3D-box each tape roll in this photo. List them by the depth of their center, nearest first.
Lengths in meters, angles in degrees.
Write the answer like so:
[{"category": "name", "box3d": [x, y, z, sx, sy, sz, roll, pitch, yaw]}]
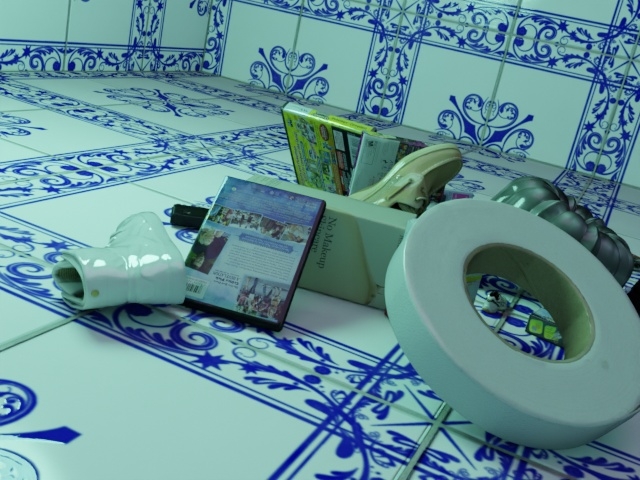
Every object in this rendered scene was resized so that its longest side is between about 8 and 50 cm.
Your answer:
[{"category": "tape roll", "box3d": [0.280, 0.104, 1.049, 0.392, 0.072, 0.392, 15, 45, -15]}]

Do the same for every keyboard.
[{"category": "keyboard", "box3d": [-0.144, -0.023, 1.502, 0.317, 0.033, 0.201, 8, 12, -11]}]

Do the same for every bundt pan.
[{"category": "bundt pan", "box3d": [0.485, -0.013, 1.482, 0.331, 0.124, 0.331, 31, 20, -13]}]

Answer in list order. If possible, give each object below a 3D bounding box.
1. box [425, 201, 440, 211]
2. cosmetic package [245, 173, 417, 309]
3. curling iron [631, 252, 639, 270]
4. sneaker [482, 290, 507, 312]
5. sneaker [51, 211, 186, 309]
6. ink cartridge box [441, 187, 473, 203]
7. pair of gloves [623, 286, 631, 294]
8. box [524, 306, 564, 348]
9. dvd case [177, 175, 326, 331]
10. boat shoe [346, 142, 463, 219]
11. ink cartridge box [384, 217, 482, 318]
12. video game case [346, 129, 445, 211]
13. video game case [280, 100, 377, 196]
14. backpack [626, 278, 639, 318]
[{"category": "box", "box3d": [0.264, 0.006, 1.506, 0.126, 0.137, 0.072, 16, 17, 12]}, {"category": "cosmetic package", "box3d": [0.000, 0.000, 1.320, 0.310, 0.160, 0.113, 14, 18, 10]}, {"category": "curling iron", "box3d": [0.748, 0.016, 1.961, 0.068, 0.035, 0.274, 4, 20, -23]}, {"category": "sneaker", "box3d": [0.333, 0.112, 1.394, 0.032, 0.036, 0.083, 20, 18, 29]}, {"category": "sneaker", "box3d": [-0.320, 0.023, 1.121, 0.169, 0.108, 0.292, -3, 15, -24]}, {"category": "ink cartridge box", "box3d": [0.219, -0.125, 1.943, 0.311, 0.065, 0.186, 7, 6, -30]}, {"category": "pair of gloves", "box3d": [0.721, 0.140, 1.587, 0.198, 0.023, 0.159, 19, 19, 19]}, {"category": "box", "box3d": [0.478, 0.173, 1.300, 0.207, 0.036, 0.114, 24, 21, 32]}, {"category": "dvd case", "box3d": [-0.110, 0.014, 1.181, 0.181, 0.022, 0.253, 15, 56, 7]}, {"category": "boat shoe", "box3d": [0.171, -0.080, 1.547, 0.341, 0.121, 0.110, -33, 55, -9]}, {"category": "ink cartridge box", "box3d": [0.193, 0.061, 1.228, 0.128, 0.175, 0.072, 4, 19, -22]}, {"category": "video game case", "box3d": [0.170, -0.117, 1.664, 0.210, 0.232, 0.042, 10, 24, -6]}, {"category": "video game case", "box3d": [0.034, -0.192, 1.794, 0.248, 0.274, 0.035, 21, 56, 27]}, {"category": "backpack", "box3d": [0.636, 0.133, 1.429, 0.084, 0.105, 0.114, 34, 16, -6]}]
